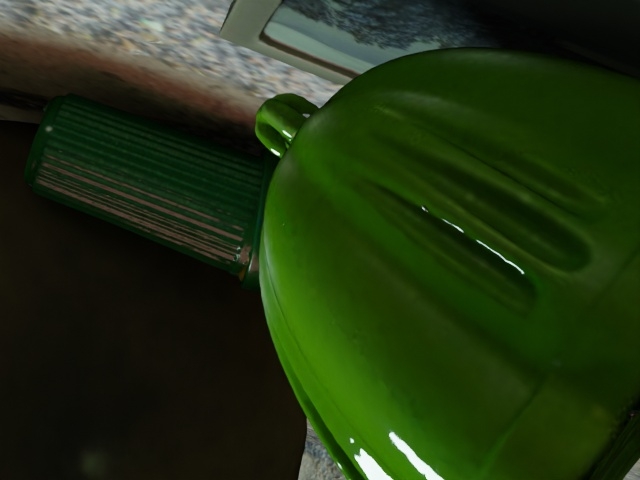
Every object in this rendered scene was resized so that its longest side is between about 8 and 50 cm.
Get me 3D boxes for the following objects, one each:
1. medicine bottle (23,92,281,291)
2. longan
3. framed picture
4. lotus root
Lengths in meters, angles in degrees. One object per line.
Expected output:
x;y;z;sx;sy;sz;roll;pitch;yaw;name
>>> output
0.000;0.000;0.797;0.309;0.076;0.111;22;170;-6;medicine bottle
-0.168;0.072;0.885;0.350;0.288;0.288;24;167;-13;longan
0.115;-0.051;0.527;0.289;0.016;0.213;21;168;-8;framed picture
0.044;0.003;0.495;0.186;0.186;0.186;18;168;4;lotus root
